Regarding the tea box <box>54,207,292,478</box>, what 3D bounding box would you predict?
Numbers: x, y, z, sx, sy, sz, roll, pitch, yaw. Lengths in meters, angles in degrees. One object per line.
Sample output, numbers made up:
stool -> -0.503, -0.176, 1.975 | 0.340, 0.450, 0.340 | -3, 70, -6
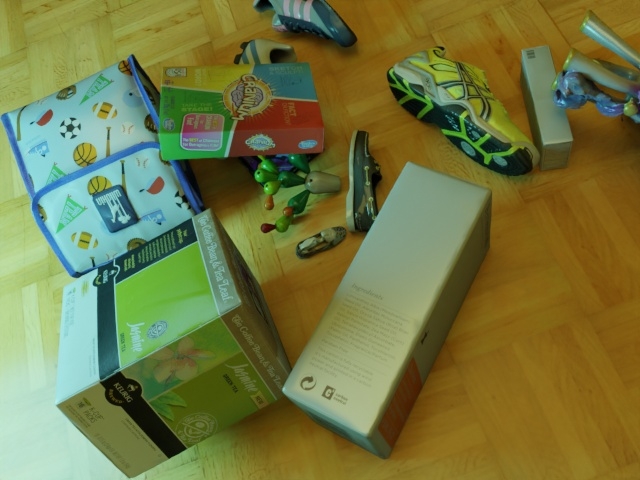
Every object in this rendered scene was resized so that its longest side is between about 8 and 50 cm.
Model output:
tea box -> -0.256, 0.164, 1.174 | 0.323, 0.220, 0.329 | -29, 34, 0

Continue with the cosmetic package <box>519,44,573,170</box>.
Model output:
cosmetic package -> 0.453, -0.268, 1.353 | 0.060, 0.099, 0.239 | -7, 63, 8

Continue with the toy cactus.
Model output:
toy cactus -> -0.051, -0.118, 1.402 | 0.180, 0.112, 0.219 | 4, 73, -16

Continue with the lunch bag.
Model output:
lunch bag -> -0.454, -0.150, 1.450 | 0.327, 0.239, 0.386 | -24, 77, 1

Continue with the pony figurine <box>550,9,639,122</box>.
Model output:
pony figurine -> 0.611, -0.252, 1.212 | 0.363, 0.303, 0.351 | 27, 46, 10

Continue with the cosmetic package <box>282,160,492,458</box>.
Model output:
cosmetic package -> 0.134, 0.121, 1.161 | 0.161, 0.230, 0.453 | 22, 72, 22

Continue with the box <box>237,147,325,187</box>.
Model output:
box -> -0.087, -0.193, 1.488 | 0.162, 0.029, 0.116 | -39, 62, -9

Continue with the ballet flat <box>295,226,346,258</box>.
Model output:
ballet flat -> 0.000, 0.000, 1.362 | 0.114, 0.041, 0.041 | -28, 60, -1

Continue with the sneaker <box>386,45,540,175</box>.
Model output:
sneaker -> 0.305, -0.282, 1.371 | 0.147, 0.145, 0.385 | -40, 63, -8

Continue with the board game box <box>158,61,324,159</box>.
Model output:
board game box -> -0.164, -0.270, 1.372 | 0.316, 0.064, 0.242 | -4, 46, -8

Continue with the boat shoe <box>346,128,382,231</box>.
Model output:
boat shoe -> 0.093, -0.125, 1.383 | 0.068, 0.081, 0.228 | -1, 71, 11

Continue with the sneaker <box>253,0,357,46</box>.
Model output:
sneaker -> -0.041, -0.533, 1.621 | 0.131, 0.112, 0.319 | -46, 58, 8

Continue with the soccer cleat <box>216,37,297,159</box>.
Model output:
soccer cleat -> -0.151, -0.327, 1.522 | 0.143, 0.116, 0.331 | 9, 66, 19
